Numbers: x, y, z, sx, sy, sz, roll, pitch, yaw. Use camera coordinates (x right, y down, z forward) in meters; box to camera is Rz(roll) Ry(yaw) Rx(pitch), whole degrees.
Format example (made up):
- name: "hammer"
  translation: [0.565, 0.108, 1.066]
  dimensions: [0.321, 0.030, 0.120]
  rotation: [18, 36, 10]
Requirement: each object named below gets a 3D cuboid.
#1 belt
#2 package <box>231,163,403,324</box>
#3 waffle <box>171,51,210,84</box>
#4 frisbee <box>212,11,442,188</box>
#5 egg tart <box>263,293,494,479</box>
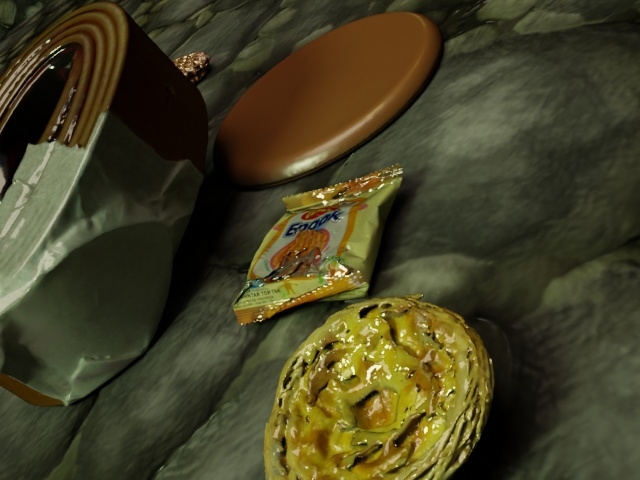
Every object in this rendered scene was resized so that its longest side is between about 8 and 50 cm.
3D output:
- name: "belt"
  translation: [-0.209, -0.038, 0.645]
  dimensions: [0.217, 0.122, 0.339]
  rotation: [-11, 53, 29]
- name: "package"
  translation: [-0.001, 0.002, 0.537]
  dimensions: [0.108, 0.031, 0.121]
  rotation: [-13, 38, 33]
- name: "waffle"
  translation: [-0.177, -0.214, 0.996]
  dimensions: [0.083, 0.029, 0.075]
  rotation: [5, 51, 44]
- name: "frisbee"
  translation: [0.000, -0.140, 0.736]
  dimensions: [0.250, 0.021, 0.251]
  rotation: [-25, 32, 17]
- name: "egg tart"
  translation: [0.029, 0.087, 0.383]
  dimensions: [0.128, 0.049, 0.129]
  rotation: [-25, 39, 22]
